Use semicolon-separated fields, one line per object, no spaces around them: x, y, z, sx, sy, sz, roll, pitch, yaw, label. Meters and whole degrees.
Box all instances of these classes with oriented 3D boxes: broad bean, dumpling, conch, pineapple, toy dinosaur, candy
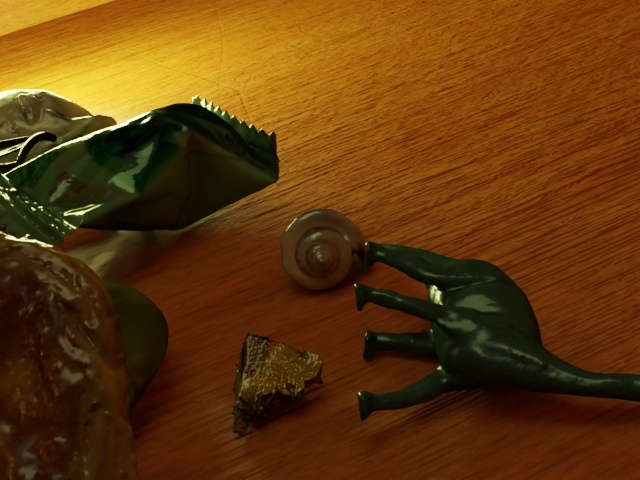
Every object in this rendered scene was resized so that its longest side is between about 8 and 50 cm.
-0.279;0.130;1.321;0.238;0.119;0.291;-10;22;9;broad bean
-0.468;-0.143;2.069;0.318;0.187;0.243;3;-13;17;dumpling
0.005;0.011;1.524;0.104;0.094;0.176;-27;-4;1;conch
-0.060;0.141;1.244;0.114;0.077;0.114;-5;37;30;pineapple
0.202;0.080;1.231;0.330;0.129;0.383;0;23;5;toy dinosaur
-0.275;-0.087;1.720;0.397;0.172;0.263;-15;21;-34;candy

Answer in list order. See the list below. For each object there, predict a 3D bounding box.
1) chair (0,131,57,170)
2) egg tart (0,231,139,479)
-0.522;-0.068;1.888;0.260;0.141;0.154;-9;23;14;chair
-0.293;0.158;1.095;0.351;0.153;0.340;4;70;21;egg tart
